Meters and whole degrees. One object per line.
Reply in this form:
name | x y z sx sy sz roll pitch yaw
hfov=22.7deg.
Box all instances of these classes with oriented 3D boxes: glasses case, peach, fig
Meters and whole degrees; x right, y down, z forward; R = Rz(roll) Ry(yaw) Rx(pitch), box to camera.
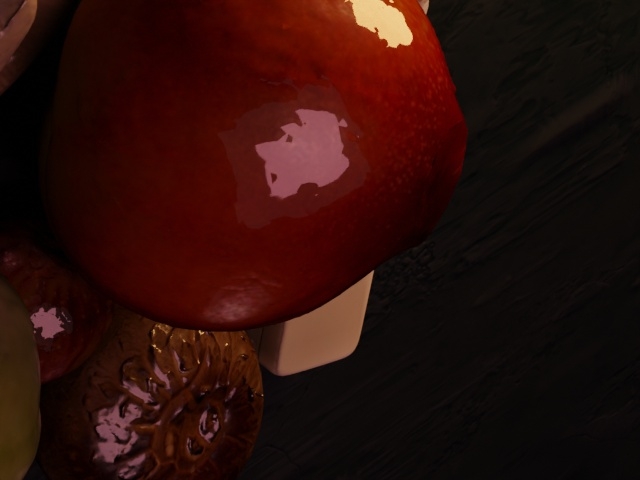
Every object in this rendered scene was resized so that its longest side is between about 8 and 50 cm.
glasses case | 0.000 0.000 1.805 0.131 0.070 0.313 -15 127 -37
peach | -0.059 -0.104 1.420 0.388 0.388 0.388 -26 134 -30
fig | -0.294 0.077 1.513 0.175 0.175 0.207 11 129 -48

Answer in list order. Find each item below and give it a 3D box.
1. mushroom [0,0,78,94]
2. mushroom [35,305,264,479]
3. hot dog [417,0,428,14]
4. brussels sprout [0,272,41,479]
mushroom | -0.275 -0.196 1.335 0.286 0.156 0.151 -48 155 13
mushroom | -0.179 0.186 1.693 0.297 0.163 0.278 7 113 -49
hot dog | 0.009 -0.251 1.634 0.252 0.069 0.131 -3 129 -40
brussels sprout | -0.366 0.123 1.319 0.273 0.317 0.243 -14 154 0
